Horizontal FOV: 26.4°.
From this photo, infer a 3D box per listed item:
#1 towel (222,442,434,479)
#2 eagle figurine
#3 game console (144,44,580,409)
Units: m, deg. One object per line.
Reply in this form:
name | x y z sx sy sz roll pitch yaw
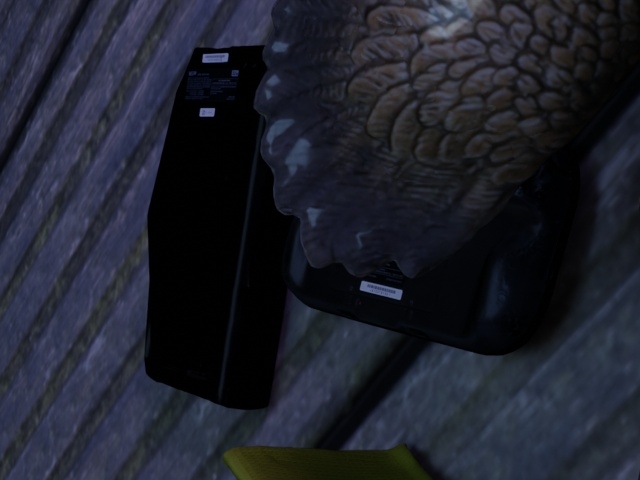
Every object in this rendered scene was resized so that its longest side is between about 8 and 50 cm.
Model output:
towel | 0.039 0.134 0.572 0.237 0.102 0.021 -145 65 -65
eagle figurine | 0.129 -0.085 0.438 0.225 0.298 0.226 51 172 2
game console | 0.000 0.000 0.753 0.361 0.044 0.213 11 93 56
